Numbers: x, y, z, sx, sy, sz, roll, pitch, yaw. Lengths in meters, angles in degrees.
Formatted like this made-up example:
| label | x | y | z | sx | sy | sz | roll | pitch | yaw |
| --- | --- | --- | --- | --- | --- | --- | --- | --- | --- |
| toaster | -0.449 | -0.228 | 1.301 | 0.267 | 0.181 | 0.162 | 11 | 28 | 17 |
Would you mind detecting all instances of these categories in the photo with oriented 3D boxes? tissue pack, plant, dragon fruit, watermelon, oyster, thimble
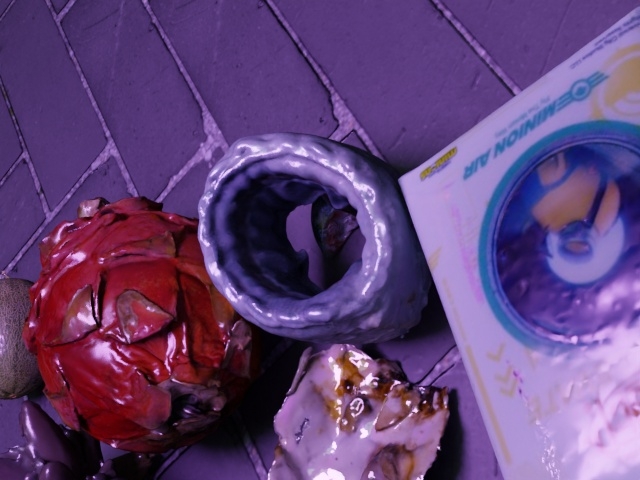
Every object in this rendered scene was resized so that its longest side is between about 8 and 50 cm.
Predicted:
| label | x | y | z | sx | sy | sz | roll | pitch | yaw |
| --- | --- | --- | --- | --- | --- | --- | --- | --- | --- |
| tissue pack | 0.253 | 0.043 | 0.840 | 0.287 | 0.162 | 0.388 | -36 | 54 | 30 |
| plant | -0.260 | 0.326 | 1.107 | 0.320 | 0.181 | 0.194 | 42 | 69 | 7 |
| dragon fruit | -0.201 | 0.098 | 1.147 | 0.277 | 0.277 | 0.342 | -44 | 54 | 21 |
| watermelon | 0.019 | -0.028 | 1.156 | 0.061 | 0.085 | 0.085 | 3 | 72 | 0 |
| oyster | 0.027 | 0.275 | 1.004 | 0.201 | 0.107 | 0.355 | -1 | 58 | 27 |
| thimble | 0.000 | 0.000 | 1.014 | 0.250 | 0.172 | 0.205 | 45 | 102 | 22 |

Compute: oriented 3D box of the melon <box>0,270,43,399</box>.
| label | x | y | z | sx | sy | sz | roll | pitch | yaw |
| --- | --- | --- | --- | --- | --- | --- | --- | --- | --- |
| melon | -0.448 | 0.132 | 1.435 | 0.139 | 0.139 | 0.192 | -25 | 63 | 32 |

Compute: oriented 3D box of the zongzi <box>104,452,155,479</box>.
| label | x | y | z | sx | sy | sz | roll | pitch | yaw |
| --- | --- | --- | --- | --- | --- | --- | --- | --- | --- |
| zongzi | -0.335 | 0.554 | 1.167 | 0.467 | 0.218 | 0.500 | -30 | 64 | 13 |
